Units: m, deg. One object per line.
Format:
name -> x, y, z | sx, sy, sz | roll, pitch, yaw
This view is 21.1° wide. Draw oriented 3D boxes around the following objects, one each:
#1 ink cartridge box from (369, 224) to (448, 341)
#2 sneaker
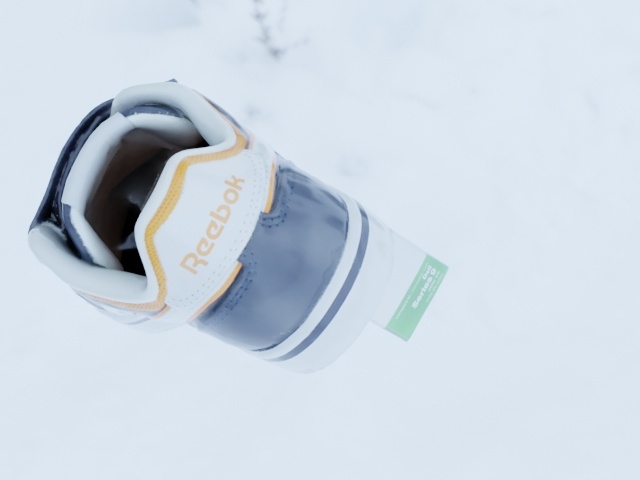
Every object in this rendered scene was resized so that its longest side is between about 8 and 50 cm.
ink cartridge box -> 0.000, 0.000, 1.637 | 0.154, 0.212, 0.093 | 30, 91, 39
sneaker -> -0.088, -0.020, 0.896 | 0.321, 0.127, 0.126 | 9, 72, 63
